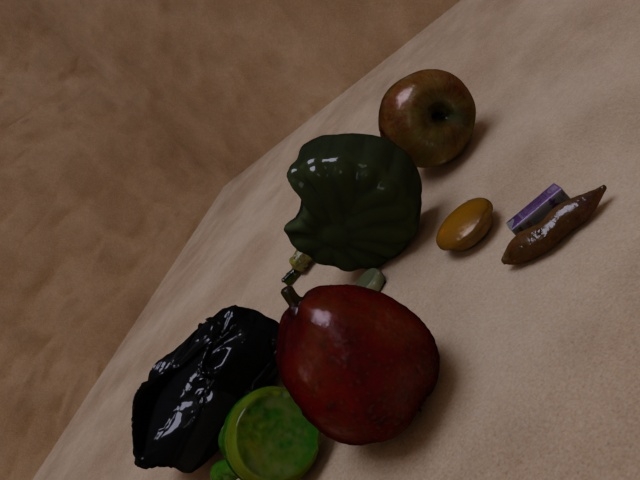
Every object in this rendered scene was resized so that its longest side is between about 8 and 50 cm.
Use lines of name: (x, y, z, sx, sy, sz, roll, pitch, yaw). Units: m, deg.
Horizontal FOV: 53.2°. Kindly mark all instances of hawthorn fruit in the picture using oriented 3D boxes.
hawthorn fruit: (0.046, 0.190, 1.080, 0.265, 0.307, 0.265, -41, 12, 11)

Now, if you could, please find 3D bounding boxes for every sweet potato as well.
sweet potato: (0.407, -0.022, 1.118, 0.218, 0.051, 0.065, -39, 18, 22)

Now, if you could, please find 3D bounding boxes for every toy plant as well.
toy plant: (-0.126, 0.401, 1.290, 0.224, 0.184, 0.316, -50, 3, -23)

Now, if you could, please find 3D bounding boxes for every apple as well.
apple: (0.274, -0.320, 1.698, 0.264, 0.264, 0.264, -41, 20, 18)

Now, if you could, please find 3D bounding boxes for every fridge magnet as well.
fridge magnet: (0.304, -0.031, 1.341, 0.143, 0.063, 0.143, -41, 18, 16)

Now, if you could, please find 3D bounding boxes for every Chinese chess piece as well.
Chinese chess piece: (0.116, 0.105, 1.518, 0.084, 0.034, 0.084, -43, 18, 18)

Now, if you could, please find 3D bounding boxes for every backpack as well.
backpack: (-0.284, 0.354, 1.538, 0.445, 0.255, 0.363, -57, 8, -19)

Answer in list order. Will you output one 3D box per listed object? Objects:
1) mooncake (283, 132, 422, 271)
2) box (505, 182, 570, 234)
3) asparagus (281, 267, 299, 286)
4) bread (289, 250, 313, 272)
mooncake: (0.076, -0.084, 1.541, 0.351, 0.351, 0.187, -35, 23, 32)
box: (0.405, -0.048, 1.179, 0.117, 0.050, 0.036, -41, 18, 13)
asparagus: (-0.059, 0.070, 1.956, 0.036, 0.030, 0.165, 27, 71, 31)
bread: (0.000, 0.000, 1.917, 0.088, 0.049, 0.226, 25, 72, 47)
